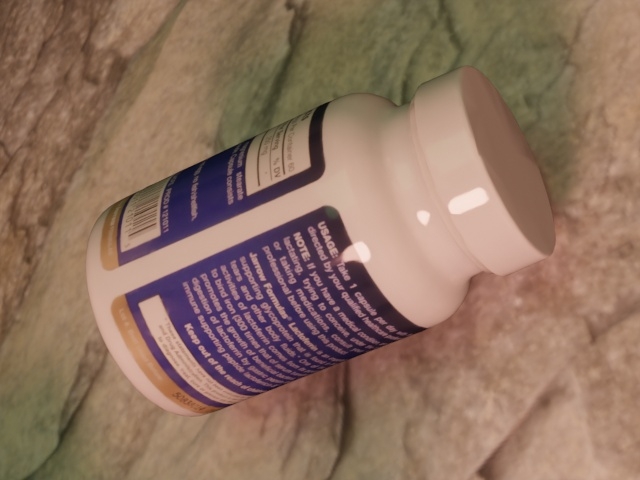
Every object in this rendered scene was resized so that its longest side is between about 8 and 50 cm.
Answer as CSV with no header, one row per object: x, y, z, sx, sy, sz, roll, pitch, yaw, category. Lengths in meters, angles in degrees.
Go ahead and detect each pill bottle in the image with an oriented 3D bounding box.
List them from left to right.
0.000,0.000,0.890,0.265,0.153,0.153,-23,55,23,pill bottle
